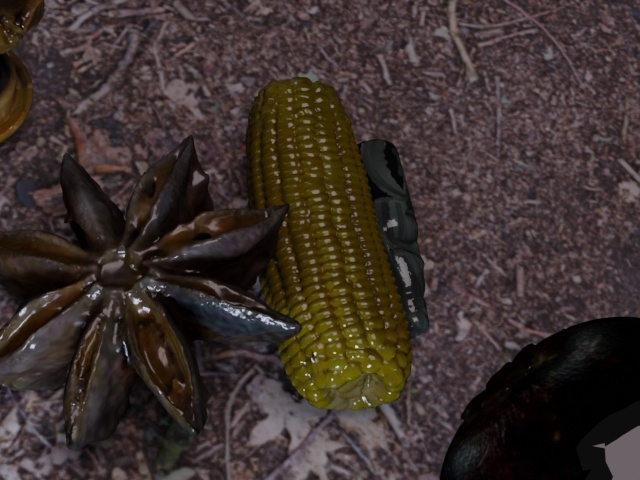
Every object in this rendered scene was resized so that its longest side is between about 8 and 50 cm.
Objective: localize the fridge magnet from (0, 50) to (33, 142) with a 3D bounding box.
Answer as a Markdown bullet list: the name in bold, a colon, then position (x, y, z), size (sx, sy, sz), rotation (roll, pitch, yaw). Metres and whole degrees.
- **fridge magnet**: position (-0.354, -0.150, 1.733), size (0.143, 0.063, 0.143), rotation (5, 58, -8)

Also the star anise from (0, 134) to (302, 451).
- **star anise**: position (-0.169, 0.050, 1.621), size (0.332, 0.117, 0.331), rotation (-3, 65, 6)

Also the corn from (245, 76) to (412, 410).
- **corn**: position (0.000, 0.000, 1.712), size (0.131, 0.131, 0.344), rotation (-2, 59, -17)

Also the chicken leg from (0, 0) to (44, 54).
- **chicken leg**: position (-0.470, -0.239, 1.681), size (0.410, 0.182, 0.295), rotation (-3, 39, -5)

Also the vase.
- **vase**: position (0.071, 0.001, 1.770), size (0.060, 0.060, 0.211), rotation (-3, 61, -18)

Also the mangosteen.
- **mangosteen**: position (0.265, 0.226, 1.562), size (0.330, 0.330, 0.330), rotation (7, 59, -12)
